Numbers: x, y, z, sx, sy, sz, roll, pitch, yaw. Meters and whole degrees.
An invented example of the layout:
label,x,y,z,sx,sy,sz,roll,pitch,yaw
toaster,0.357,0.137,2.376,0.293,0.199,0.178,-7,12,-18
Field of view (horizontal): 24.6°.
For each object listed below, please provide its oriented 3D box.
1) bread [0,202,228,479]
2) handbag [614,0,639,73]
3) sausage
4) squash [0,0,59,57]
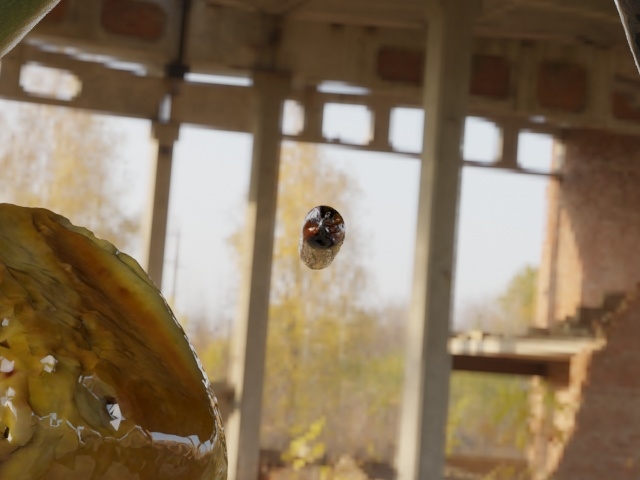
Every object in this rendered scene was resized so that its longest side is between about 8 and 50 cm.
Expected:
label,x,y,z,sx,sy,sz,roll,pitch,yaw
bread,-0.160,0.130,0.543,0.132,0.294,0.167,30,13,-38
handbag,0.224,-0.106,0.655,0.080,0.223,0.247,-36,19,-29
sausage,0.000,0.000,0.856,0.025,0.028,0.198,29,-6,1
squash,-0.177,-0.114,0.634,0.107,0.107,0.395,8,-14,-29
